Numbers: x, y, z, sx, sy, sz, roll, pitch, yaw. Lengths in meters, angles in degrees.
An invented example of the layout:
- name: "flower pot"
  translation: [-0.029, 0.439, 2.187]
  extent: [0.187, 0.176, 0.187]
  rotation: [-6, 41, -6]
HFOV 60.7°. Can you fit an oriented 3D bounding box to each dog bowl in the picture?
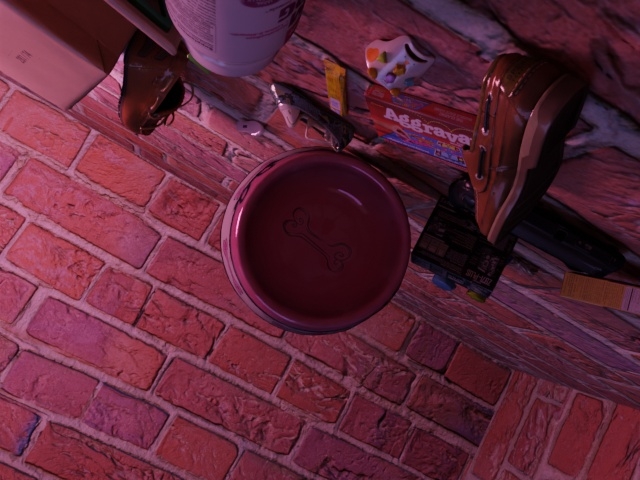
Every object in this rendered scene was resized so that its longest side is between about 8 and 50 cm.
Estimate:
- name: "dog bowl"
  translation: [0.000, 0.000, 1.106]
  extent: [0.408, 0.407, 0.150]
  rotation: [29, 176, -6]

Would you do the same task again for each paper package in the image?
- name: "paper package"
  translation: [-0.528, -0.418, 1.005]
  extent: [0.309, 0.168, 0.325]
  rotation: [34, 160, -32]

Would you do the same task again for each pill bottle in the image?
- name: "pill bottle"
  translation: [-0.089, -0.290, 0.583]
  extent: [0.160, 0.160, 0.283]
  rotation: [30, 172, -8]

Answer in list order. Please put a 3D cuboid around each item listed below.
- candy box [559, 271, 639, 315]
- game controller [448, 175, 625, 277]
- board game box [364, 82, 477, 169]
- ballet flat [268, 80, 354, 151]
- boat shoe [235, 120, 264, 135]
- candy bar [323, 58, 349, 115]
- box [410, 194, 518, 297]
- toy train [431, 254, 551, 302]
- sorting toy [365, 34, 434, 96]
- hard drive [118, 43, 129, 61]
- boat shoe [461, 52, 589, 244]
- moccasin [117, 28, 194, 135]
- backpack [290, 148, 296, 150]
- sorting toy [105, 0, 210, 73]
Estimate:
- name: "candy box"
  translation: [0.554, 0.101, 1.013]
  extent: [0.187, 0.053, 0.109]
  rotation: [15, -174, 31]
- name: "game controller"
  translation: [0.384, -0.027, 1.000]
  extent: [0.319, 0.067, 0.166]
  rotation: [29, -175, 0]
- name: "board game box"
  translation: [0.209, -0.158, 0.854]
  extent: [0.281, 0.027, 0.145]
  rotation: [25, 169, 23]
- name: "ballet flat"
  translation: [-0.026, -0.230, 1.037]
  extent: [0.188, 0.070, 0.070]
  rotation: [29, 171, -5]
- name: "boat shoe"
  translation: [-0.164, -0.273, 1.332]
  extent: [0.100, 0.035, 0.035]
  rotation: [15, -169, 43]
- name: "candy bar"
  translation: [0.027, -0.250, 0.911]
  extent: [0.040, 0.018, 0.161]
  rotation: [30, 172, 11]
- name: "box"
  translation: [0.301, 0.012, 1.141]
  extent: [0.180, 0.147, 0.077]
  rotation: [25, 170, 15]
- name: "toy train"
  translation: [0.395, 0.085, 1.275]
  extent: [0.248, 0.143, 0.105]
  rotation: [27, 171, 11]
- name: "sorting toy"
  translation: [0.108, -0.235, 0.718]
  extent: [0.083, 0.044, 0.075]
  rotation: [32, 151, -21]
- name: "hard drive"
  translation: [-0.563, -0.492, 1.263]
  extent: [0.308, 0.040, 0.203]
  rotation: [21, 168, 41]
- name: "boat shoe"
  translation: [0.245, -0.111, 0.709]
  extent: [0.104, 0.111, 0.307]
  rotation: [41, 157, 25]
- name: "moccasin"
  translation: [-0.366, -0.333, 1.234]
  extent: [0.147, 0.139, 0.380]
  rotation: [20, 156, -17]
- name: "backpack"
  translation: [-0.028, -0.093, 1.312]
  extent: [0.254, 0.225, 0.191]
  rotation: [37, 170, 11]
- name: "sorting toy"
  translation: [-0.238, -0.361, 0.707]
  extent: [0.047, 0.196, 0.348]
  rotation: [-28, 135, 32]
